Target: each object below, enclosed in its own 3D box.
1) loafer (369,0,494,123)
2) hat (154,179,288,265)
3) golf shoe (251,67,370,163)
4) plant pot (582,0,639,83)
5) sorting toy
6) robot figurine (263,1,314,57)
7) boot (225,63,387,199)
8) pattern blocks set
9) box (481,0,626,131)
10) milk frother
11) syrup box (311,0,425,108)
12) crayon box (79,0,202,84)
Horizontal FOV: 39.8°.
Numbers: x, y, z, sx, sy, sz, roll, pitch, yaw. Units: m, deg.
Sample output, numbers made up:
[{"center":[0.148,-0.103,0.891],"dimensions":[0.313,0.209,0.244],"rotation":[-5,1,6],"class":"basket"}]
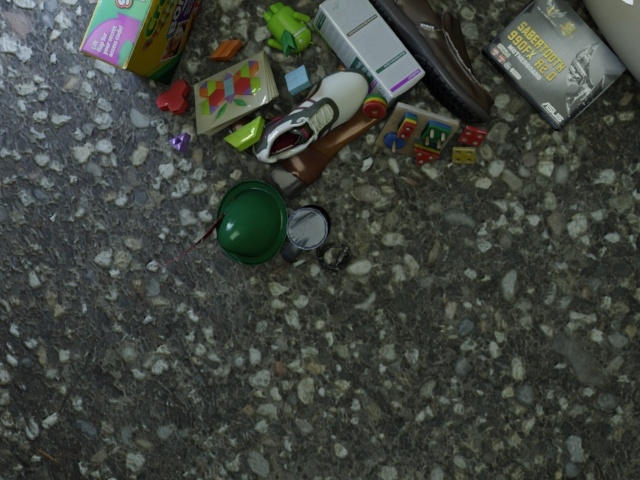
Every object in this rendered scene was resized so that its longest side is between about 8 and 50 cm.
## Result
[{"center":[0.239,-0.398,1.771],"dimensions":[0.130,0.134,0.366],"rotation":[-38,91,-4],"class":"loafer"},{"center":[-0.186,-0.021,1.788],"dimensions":[0.173,0.183,0.209],"rotation":[24,103,22],"class":"hat"},{"center":[-0.010,-0.231,1.727],"dimensions":[0.273,0.120,0.105],"rotation":[-36,113,3],"class":"golf shoe"},{"center":[0.640,-0.446,1.705],"dimensions":[0.274,0.256,0.256],"rotation":[45,97,16],"class":"plant pot"},{"center":[0.200,-0.201,1.783],"dimensions":[0.274,0.132,0.046],"rotation":[16,57,-11],"class":"sorting toy"},{"center":[-0.065,-0.435,1.820],"dimensions":[0.115,0.067,0.101],"rotation":[50,124,-1],"class":"robot figurine"},{"center":[-0.044,-0.267,1.823],"dimensions":[0.280,0.096,0.264],"rotation":[-43,87,4],"class":"boot"},{"center":[-0.177,-0.296,1.772],"dimensions":[0.324,0.026,0.285],"rotation":[-34,52,10],"class":"pattern blocks set"},{"center":[0.473,-0.366,1.798],"dimensions":[0.183,0.056,0.231],"rotation":[-43,92,7],"class":"box"},{"center":[0.000,0.000,1.823],"dimensions":[0.143,0.135,0.129],"rotation":[16,97,2],"class":"milk frother"},{"center":[0.095,-0.385,1.782],"dimensions":[0.096,0.093,0.237],"rotation":[-36,88,-15],"class":"syrup box"},{"center":[-0.305,-0.497,1.707],"dimensions":[0.106,0.313,0.363],"rotation":[23,97,1],"class":"crayon box"}]
